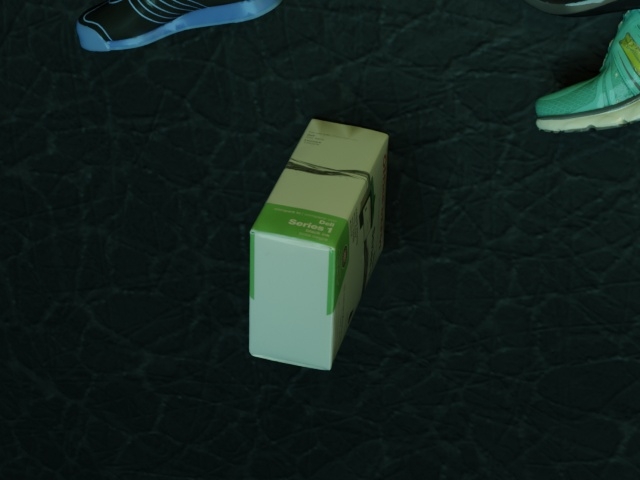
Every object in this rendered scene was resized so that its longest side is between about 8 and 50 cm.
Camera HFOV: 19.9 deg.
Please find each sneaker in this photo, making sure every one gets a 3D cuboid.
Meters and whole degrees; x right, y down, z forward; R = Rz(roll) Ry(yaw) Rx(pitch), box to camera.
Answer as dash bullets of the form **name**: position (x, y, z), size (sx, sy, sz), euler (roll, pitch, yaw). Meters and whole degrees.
- **sneaker**: position (-0.153, -0.258, 1.845), size (0.232, 0.081, 0.090), euler (-11, 116, 21)
- **sneaker**: position (0.317, -0.179, 1.699), size (0.275, 0.107, 0.110), euler (-27, 90, 30)

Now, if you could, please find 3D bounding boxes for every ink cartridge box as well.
- **ink cartridge box**: position (0.000, 0.000, 1.868), size (0.092, 0.219, 0.160), euler (11, 128, 12)

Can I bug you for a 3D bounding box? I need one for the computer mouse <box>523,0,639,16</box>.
- **computer mouse**: position (0.300, -0.258, 1.626), size (0.272, 0.072, 0.188), euler (-3, 83, 24)
